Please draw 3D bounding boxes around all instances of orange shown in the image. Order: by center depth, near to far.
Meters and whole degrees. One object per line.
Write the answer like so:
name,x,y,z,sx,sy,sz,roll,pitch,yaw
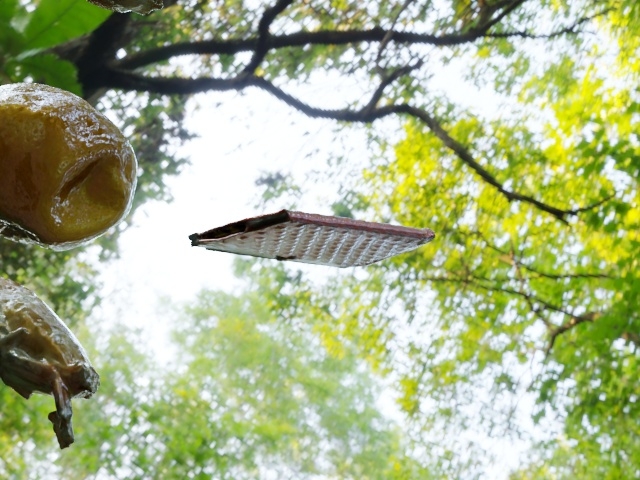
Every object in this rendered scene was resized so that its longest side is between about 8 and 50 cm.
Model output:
orange,-0.375,-0.085,1.195,0.248,0.183,0.249,22,-30,14

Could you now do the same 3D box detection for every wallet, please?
wallet,0.000,0.000,0.730,0.103,0.196,0.020,-18,-107,36

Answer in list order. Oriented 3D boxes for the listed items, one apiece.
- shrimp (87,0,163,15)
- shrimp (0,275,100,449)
shrimp,-0.176,-0.264,0.698,0.161,0.049,0.166,29,-48,-5
shrimp,-0.224,0.073,0.591,0.187,0.132,0.052,27,-61,23
